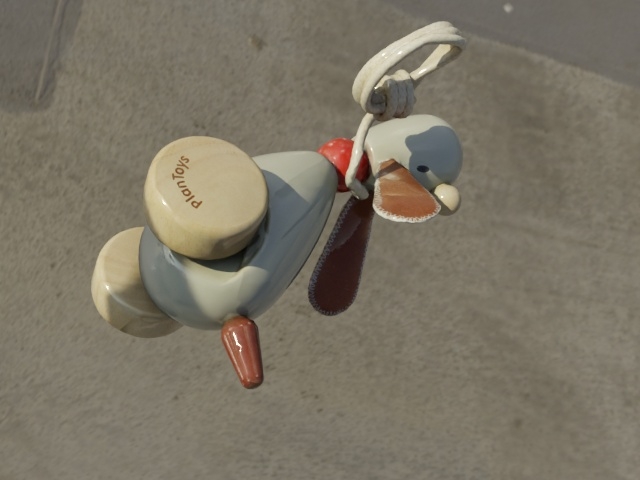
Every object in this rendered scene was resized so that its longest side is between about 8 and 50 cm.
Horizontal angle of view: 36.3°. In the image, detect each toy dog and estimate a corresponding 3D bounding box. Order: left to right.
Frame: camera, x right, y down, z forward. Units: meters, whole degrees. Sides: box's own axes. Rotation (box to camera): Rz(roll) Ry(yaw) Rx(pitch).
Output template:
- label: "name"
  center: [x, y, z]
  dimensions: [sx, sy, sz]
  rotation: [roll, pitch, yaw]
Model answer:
- label: "toy dog"
  center: [0.000, 0.000, 0.729]
  dimensions: [0.333, 0.220, 0.161]
  rotation: [-27, 74, -15]
